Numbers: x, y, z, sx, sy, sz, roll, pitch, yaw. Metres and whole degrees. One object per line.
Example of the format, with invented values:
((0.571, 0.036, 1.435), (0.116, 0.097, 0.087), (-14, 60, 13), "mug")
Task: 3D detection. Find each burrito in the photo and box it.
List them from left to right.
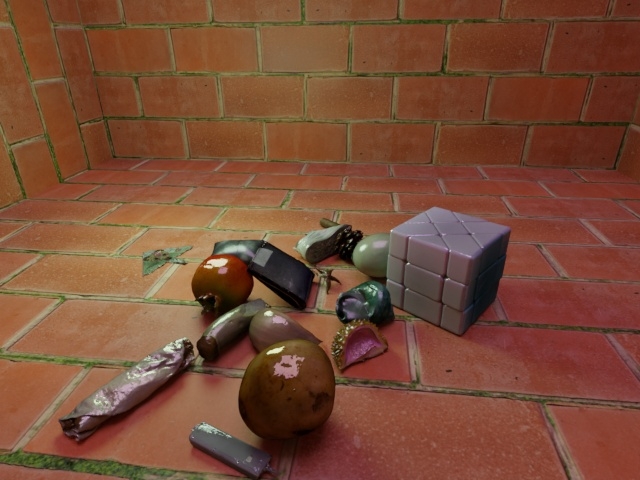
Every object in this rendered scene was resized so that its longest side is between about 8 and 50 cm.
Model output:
((-0.519, 0.406, 1.160), (0.117, 0.076, 0.392), (26, 38, 30), "burrito")

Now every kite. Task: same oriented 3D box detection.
((-0.723, 0.077, 1.892), (0.268, 0.013, 0.323), (12, 30, 25), "kite")

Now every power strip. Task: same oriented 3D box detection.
((-0.211, 0.510, 0.991), (0.253, 0.027, 0.060), (13, 29, 25), "power strip")

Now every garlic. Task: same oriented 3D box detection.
((-0.126, 0.301, 1.326), (0.245, 0.145, 0.164), (15, -1, 24), "garlic")

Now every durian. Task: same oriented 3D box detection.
((0.115, 0.324, 1.298), (0.183, 0.165, 0.132), (-27, 72, -4), "durian")

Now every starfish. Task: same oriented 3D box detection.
((0.031, 0.154, 1.647), (0.133, 0.041, 0.130), (12, 45, -19), "starfish")

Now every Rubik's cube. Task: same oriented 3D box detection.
((0.459, 0.093, 1.499), (0.319, 0.315, 0.322), (22, 33, 38), "Rubik's cube")

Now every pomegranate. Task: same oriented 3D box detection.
((-0.362, 0.167, 1.493), (0.221, 0.220, 0.256), (3, 35, 8), "pomegranate")
((-0.079, 0.367, 1.025), (0.261, 0.260, 0.260), (0, 26, 0), "pomegranate")

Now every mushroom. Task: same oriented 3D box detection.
((-0.282, 0.276, 1.374), (0.087, 0.107, 0.333), (34, 37, 17), "mushroom")

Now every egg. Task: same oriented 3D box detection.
((0.257, 0.060, 1.708), (0.253, 0.186, 0.186), (-8, 27, -7), "egg")

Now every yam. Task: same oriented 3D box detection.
((0.082, -0.064, 2.120), (0.057, 0.056, 0.241), (-20, 31, -34), "yam")

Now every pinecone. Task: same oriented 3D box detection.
((0.143, 0.023, 1.840), (0.174, 0.173, 0.173), (0, 26, 0), "pinecone")

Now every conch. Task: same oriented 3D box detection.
((0.163, 0.233, 1.436), (0.203, 0.134, 0.196), (10, 60, 12), "conch")

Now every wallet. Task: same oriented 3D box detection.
((-0.148, 0.132, 1.587), (0.262, 0.071, 0.221), (37, 29, -10), "wallet")

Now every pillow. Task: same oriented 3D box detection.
((-0.373, 0.057, 1.821), (0.250, 0.105, 0.186), (-2, 33, 1), "pillow")

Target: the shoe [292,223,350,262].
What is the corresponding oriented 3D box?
((0.000, 0.000, 1.921), (0.159, 0.124, 0.316), (15, 30, 42), "shoe")
